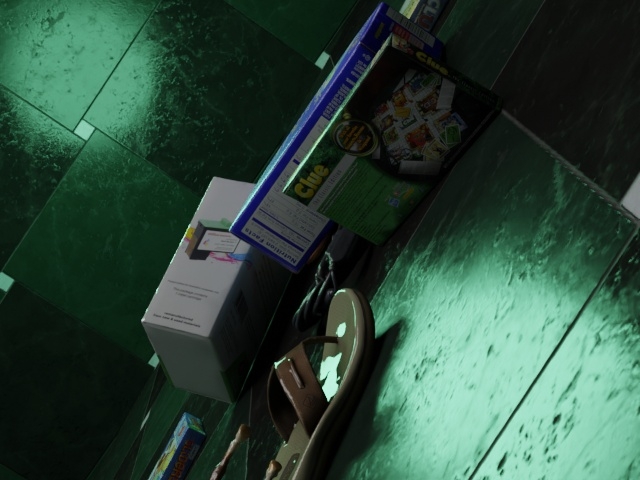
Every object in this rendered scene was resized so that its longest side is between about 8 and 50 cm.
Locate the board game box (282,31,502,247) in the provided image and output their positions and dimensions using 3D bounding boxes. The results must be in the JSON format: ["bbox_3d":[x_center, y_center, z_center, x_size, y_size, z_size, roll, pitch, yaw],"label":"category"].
[{"bbox_3d":[0.071,-0.100,1.206,0.260,0.136,0.030,-51,15,47],"label":"board game box"}]

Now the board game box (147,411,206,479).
[{"bbox_3d":[-0.256,0.392,1.842,0.201,0.035,0.136,-62,9,-3],"label":"board game box"}]

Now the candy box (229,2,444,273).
[{"bbox_3d":[0.028,-0.144,1.524,0.317,0.122,0.268,-53,6,24],"label":"candy box"}]

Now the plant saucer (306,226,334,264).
[{"bbox_3d":[0.000,0.000,1.677,0.083,0.013,0.083,-59,9,14],"label":"plant saucer"}]

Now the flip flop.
[{"bbox_3d":[-0.021,0.163,1.095,0.277,0.080,0.112,-65,10,-22],"label":"flip flop"}]

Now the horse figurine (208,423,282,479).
[{"bbox_3d":[-0.086,0.285,0.980,0.174,0.066,0.263,-58,20,12],"label":"horse figurine"}]

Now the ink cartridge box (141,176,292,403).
[{"bbox_3d":[-0.146,0.073,1.694,0.201,0.117,0.278,79,-152,-54],"label":"ink cartridge box"}]

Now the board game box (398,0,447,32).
[{"bbox_3d":[0.122,-0.305,1.826,0.243,0.042,0.165,-60,9,8],"label":"board game box"}]

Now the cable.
[{"bbox_3d":[0.020,0.035,1.394,0.184,0.047,0.150,-66,1,-48],"label":"cable"}]
